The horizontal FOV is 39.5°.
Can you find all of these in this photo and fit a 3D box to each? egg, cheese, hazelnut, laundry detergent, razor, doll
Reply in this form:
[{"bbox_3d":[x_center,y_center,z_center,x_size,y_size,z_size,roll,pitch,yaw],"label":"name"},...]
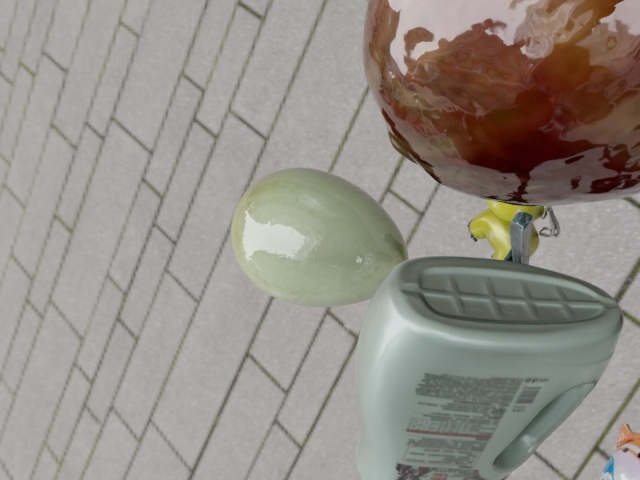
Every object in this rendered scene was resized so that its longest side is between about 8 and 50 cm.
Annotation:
[{"bbox_3d":[0.000,0.000,1.419,0.295,0.218,0.218,14,101,18],"label":"egg"},{"bbox_3d":[0.528,0.430,1.350,0.217,0.129,0.329,81,173,-49],"label":"cheese"},{"bbox_3d":[0.244,-0.211,0.921,0.421,0.421,0.352,-58,40,26],"label":"hazelnut"},{"bbox_3d":[0.148,0.201,0.992,0.124,0.264,0.397,-102,20,-47],"label":"laundry detergent"},{"bbox_3d":[0.214,0.008,0.960,0.033,0.190,0.066,33,80,16],"label":"razor"},{"bbox_3d":[0.306,-0.058,1.352,0.135,0.143,0.221,56,151,21],"label":"doll"}]
